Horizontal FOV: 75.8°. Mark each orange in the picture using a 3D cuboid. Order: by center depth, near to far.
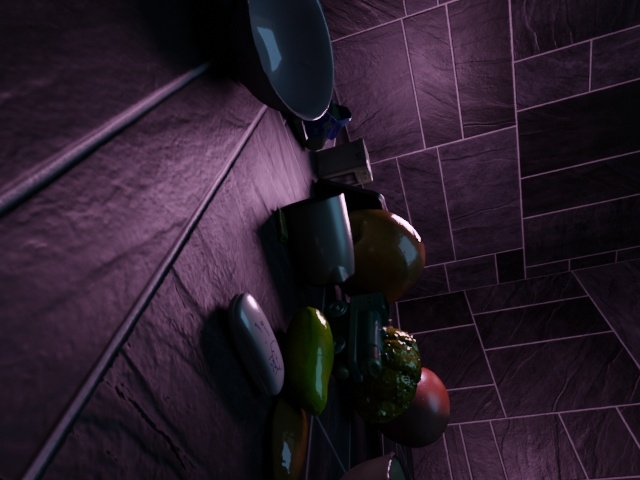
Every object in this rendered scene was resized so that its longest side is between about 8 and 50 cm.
[{"bbox_3d":[0.188,0.429,1.321,0.300,0.223,0.302,111,0,-66],"label":"orange"}]

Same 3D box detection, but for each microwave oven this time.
[{"bbox_3d":[0.101,-0.303,1.697,0.129,0.204,0.163,57,25,-56],"label":"microwave oven"}]

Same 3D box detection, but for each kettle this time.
[{"bbox_3d":[0.000,0.000,1.140,0.221,0.161,0.237,-166,-119,-70],"label":"kettle"}]

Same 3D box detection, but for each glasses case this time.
[{"bbox_3d":[-0.107,0.179,0.701,0.076,0.049,0.198,-77,151,-63],"label":"glasses case"}]

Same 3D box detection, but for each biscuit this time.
[{"bbox_3d":[-0.096,-0.038,1.024,0.046,0.016,0.089,34,46,-71],"label":"biscuit"}]

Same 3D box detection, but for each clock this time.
[{"bbox_3d":[0.129,-0.123,1.578,0.049,0.273,0.279,-62,151,-18],"label":"clock"}]

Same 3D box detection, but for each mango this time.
[{"bbox_3d":[-0.025,0.247,0.855,0.125,0.111,0.233,54,21,-44],"label":"mango"}]

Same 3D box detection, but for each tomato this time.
[{"bbox_3d":[0.342,0.637,1.596,0.321,0.320,0.322,-13,90,-77],"label":"tomato"}]

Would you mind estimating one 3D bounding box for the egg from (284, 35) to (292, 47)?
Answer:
[{"bbox_3d":[-0.104,-0.543,1.118,0.176,0.175,0.232,-66,153,-69],"label":"egg"}]

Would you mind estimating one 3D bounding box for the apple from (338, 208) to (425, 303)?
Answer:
[{"bbox_3d":[0.179,0.041,1.422,0.305,0.338,0.339,44,28,-25],"label":"apple"}]

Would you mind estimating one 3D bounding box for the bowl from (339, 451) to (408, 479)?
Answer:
[{"bbox_3d":[0.093,0.632,0.827,0.354,0.184,0.355,-13,90,-77],"label":"bowl"}]

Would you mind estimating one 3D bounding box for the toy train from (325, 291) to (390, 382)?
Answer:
[{"bbox_3d":[0.112,0.281,1.224,0.298,0.193,0.120,-79,155,-58],"label":"toy train"}]

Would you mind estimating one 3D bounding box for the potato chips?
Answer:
[{"bbox_3d":[-0.051,0.373,0.767,0.202,0.049,0.151,-71,152,-77],"label":"potato chips"}]

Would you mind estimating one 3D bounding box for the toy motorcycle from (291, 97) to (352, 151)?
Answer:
[{"bbox_3d":[-0.009,-0.453,1.392,0.327,0.199,0.191,61,21,-47],"label":"toy motorcycle"}]

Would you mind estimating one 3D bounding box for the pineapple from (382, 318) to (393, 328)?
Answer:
[{"bbox_3d":[0.232,0.316,1.804,0.365,0.165,0.166,-82,156,-62],"label":"pineapple"}]

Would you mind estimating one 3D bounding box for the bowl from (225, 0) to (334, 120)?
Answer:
[{"bbox_3d":[-0.112,-0.437,0.943,0.345,0.157,0.347,6,84,-59],"label":"bowl"}]
